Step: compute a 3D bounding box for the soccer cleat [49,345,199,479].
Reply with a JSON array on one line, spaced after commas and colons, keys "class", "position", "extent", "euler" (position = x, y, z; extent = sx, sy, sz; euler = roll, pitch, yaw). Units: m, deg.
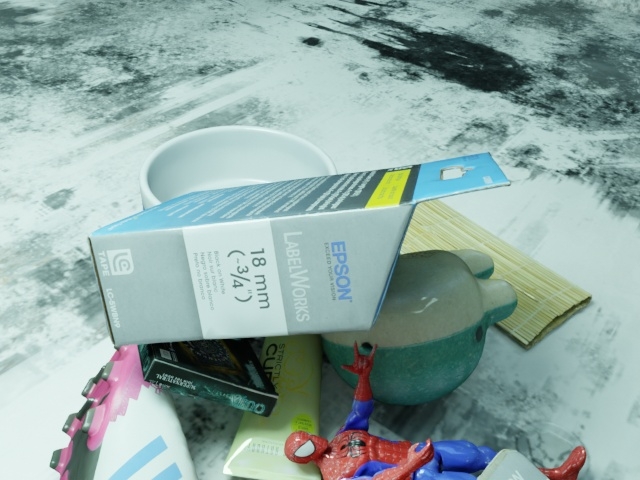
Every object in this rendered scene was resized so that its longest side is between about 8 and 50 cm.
[{"class": "soccer cleat", "position": [-0.151, 0.214, 0.533], "extent": [0.143, 0.116, 0.331], "euler": [30, 19, -21]}]

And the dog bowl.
[{"class": "dog bowl", "position": [-0.110, -0.054, 0.876], "extent": [0.264, 0.104, 0.265], "euler": [3, 37, -2]}]

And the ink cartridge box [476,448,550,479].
[{"class": "ink cartridge box", "position": [0.102, 0.318, 0.329], "extent": [0.272, 0.130, 0.309], "euler": [44, 49, 19]}]

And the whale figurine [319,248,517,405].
[{"class": "whale figurine", "position": [0.113, 0.086, 0.707], "extent": [0.216, 0.141, 0.272], "euler": [-4, 11, 30]}]

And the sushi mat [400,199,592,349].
[{"class": "sushi mat", "position": [0.201, 0.023, 0.878], "extent": [0.151, 0.019, 0.316], "euler": [-24, 45, -31]}]

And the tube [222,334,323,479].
[{"class": "tube", "position": [-0.032, 0.140, 0.669], "extent": [0.070, 0.062, 0.240], "euler": [-24, 36, 28]}]

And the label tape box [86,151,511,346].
[{"class": "label tape box", "position": [0.000, 0.000, 0.594], "extent": [0.333, 0.106, 0.240], "euler": [-6, 12, 13]}]

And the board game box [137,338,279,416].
[{"class": "board game box", "position": [-0.124, 0.104, 0.638], "extent": [0.126, 0.026, 0.186], "euler": [25, 8, -26]}]

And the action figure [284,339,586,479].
[{"class": "action figure", "position": [0.108, 0.179, 0.560], "extent": [0.280, 0.139, 0.091], "euler": [6, 35, 1]}]
